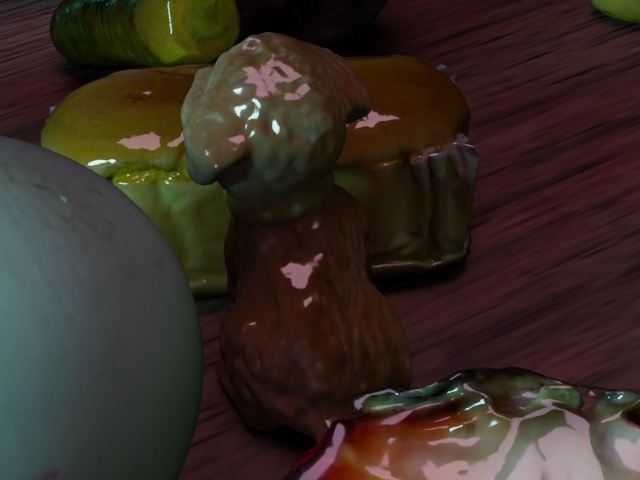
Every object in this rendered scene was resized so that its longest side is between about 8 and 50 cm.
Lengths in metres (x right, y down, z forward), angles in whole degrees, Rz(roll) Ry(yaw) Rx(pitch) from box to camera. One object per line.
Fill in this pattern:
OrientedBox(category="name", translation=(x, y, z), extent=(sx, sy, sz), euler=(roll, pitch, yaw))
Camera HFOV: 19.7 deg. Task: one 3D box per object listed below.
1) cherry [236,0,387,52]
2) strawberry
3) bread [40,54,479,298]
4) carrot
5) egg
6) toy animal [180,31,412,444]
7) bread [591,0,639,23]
OrientedBox(category="cherry", translation=(-0.024, -0.212, 1.249), extent=(0.195, 0.195, 0.195), euler=(-2, 30, 1))
OrientedBox(category="strawberry", translation=(0.065, 0.167, 0.694), extent=(0.190, 0.111, 0.236), euler=(13, 56, 7))
OrientedBox(category="bread", translation=(-0.035, -0.042, 1.038), extent=(0.241, 0.107, 0.136), euler=(-4, 28, -3))
OrientedBox(category="carrot", translation=(-0.116, -0.138, 1.175), extent=(0.070, 0.070, 0.260), euler=(-17, 10, -22))
OrientedBox(category="egg", translation=(-0.218, 0.088, 0.715), extent=(0.371, 0.230, 0.230), euler=(-25, 37, -21))
OrientedBox(category="toy animal", translation=(-0.009, 0.004, 0.879), extent=(0.104, 0.185, 0.184), euler=(-5, 31, -6))
OrientedBox(category="bread", translation=(0.249, -0.196, 1.321), extent=(0.115, 0.056, 0.082), euler=(-27, 37, -34))
